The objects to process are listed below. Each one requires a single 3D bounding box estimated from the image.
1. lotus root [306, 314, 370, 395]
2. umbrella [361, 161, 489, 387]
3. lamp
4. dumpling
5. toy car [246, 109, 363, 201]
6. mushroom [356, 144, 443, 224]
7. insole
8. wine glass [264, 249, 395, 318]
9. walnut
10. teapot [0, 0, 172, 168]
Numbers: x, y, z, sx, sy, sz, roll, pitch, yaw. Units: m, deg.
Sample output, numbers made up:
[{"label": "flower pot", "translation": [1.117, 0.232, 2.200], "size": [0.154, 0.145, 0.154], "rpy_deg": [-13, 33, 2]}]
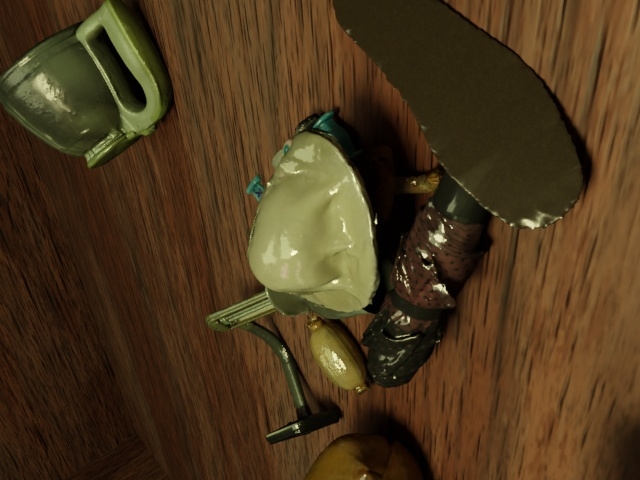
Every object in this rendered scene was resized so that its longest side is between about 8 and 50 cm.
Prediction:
[{"label": "lotus root", "translation": [0.023, 0.177, 0.976], "size": [0.150, 0.062, 0.073], "rpy_deg": [54, 149, 10]}, {"label": "umbrella", "translation": [0.117, 0.043, 0.684], "size": [0.090, 0.094, 0.326], "rpy_deg": [31, 131, 18]}, {"label": "lamp", "translation": [-0.054, 0.215, 1.112], "size": [0.203, 0.124, 0.283], "rpy_deg": [-31, 85, 40]}, {"label": "dumpling", "translation": [0.000, 0.000, 0.693], "size": [0.172, 0.142, 0.247], "rpy_deg": [36, 142, 24]}, {"label": "toy car", "translation": [-0.018, -0.078, 0.794], "size": [0.126, 0.098, 0.161], "rpy_deg": [54, 151, 9]}, {"label": "mushroom", "translation": [0.078, -0.066, 0.689], "size": [0.129, 0.072, 0.088], "rpy_deg": [-11, 64, 53]}, {"label": "insole", "translation": [0.115, -0.148, 0.571], "size": [0.111, 0.007, 0.328], "rpy_deg": [-45, 69, 23]}, {"label": "wine glass", "translation": [0.013, 0.061, 0.861], "size": [0.222, 0.103, 0.103], "rpy_deg": [-7, 108, 59]}, {"label": "walnut", "translation": [0.063, 0.406, 0.961], "size": [0.203, 0.203, 0.298], "rpy_deg": [44, 158, 27]}, {"label": "teapot", "translation": [-0.413, -0.283, 1.177], "size": [0.239, 0.321, 0.239], "rpy_deg": [53, -167, -16]}]
